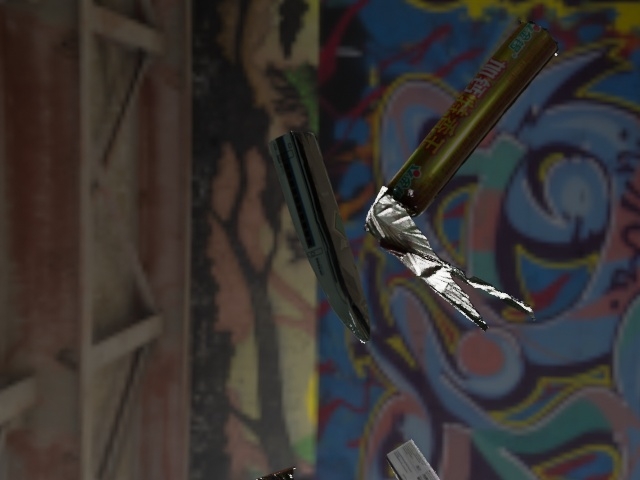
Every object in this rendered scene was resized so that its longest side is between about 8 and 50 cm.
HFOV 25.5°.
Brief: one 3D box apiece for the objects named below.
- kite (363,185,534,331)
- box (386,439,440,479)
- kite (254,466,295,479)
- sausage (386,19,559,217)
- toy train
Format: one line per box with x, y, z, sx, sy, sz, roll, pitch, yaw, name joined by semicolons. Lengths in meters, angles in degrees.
0.118;0.025;1.385;0.012;0.250;0.229;-50;-49;-14;kite
0.161;0.380;2.062;0.129;0.051;0.130;61;176;-35;box
-0.036;0.349;1.791;0.189;0.009;0.232;36;148;46;kite
0.216;-0.174;2.125;0.371;0.082;0.082;-50;-15;-10;sausage
0.001;0.000;1.602;0.055;0.048;0.252;2;-111;-64;toy train
